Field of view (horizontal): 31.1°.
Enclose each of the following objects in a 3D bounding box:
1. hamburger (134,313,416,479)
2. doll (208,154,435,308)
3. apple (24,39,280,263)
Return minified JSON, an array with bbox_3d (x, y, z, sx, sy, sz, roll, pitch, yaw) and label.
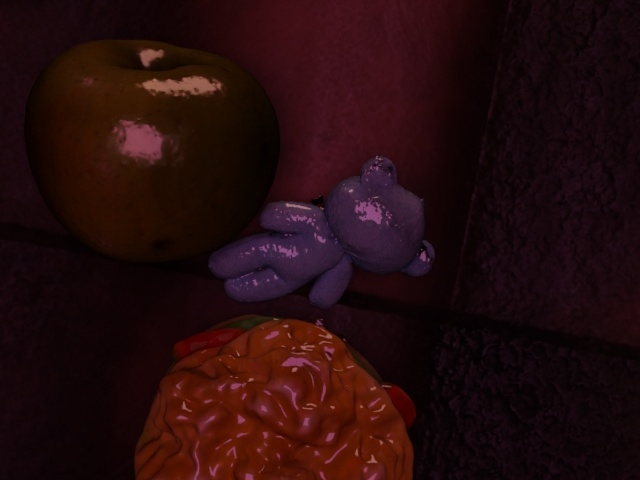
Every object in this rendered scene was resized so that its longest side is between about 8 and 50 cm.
[{"bbox_3d":[-0.033,0.167,0.896,0.237,0.149,0.237,0,87,-2],"label":"hamburger"},{"bbox_3d":[0.001,-0.003,0.947,0.180,0.075,0.120,-15,128,17],"label":"doll"},{"bbox_3d":[-0.129,-0.069,0.883,0.197,0.196,0.156,3,118,-1],"label":"apple"}]
